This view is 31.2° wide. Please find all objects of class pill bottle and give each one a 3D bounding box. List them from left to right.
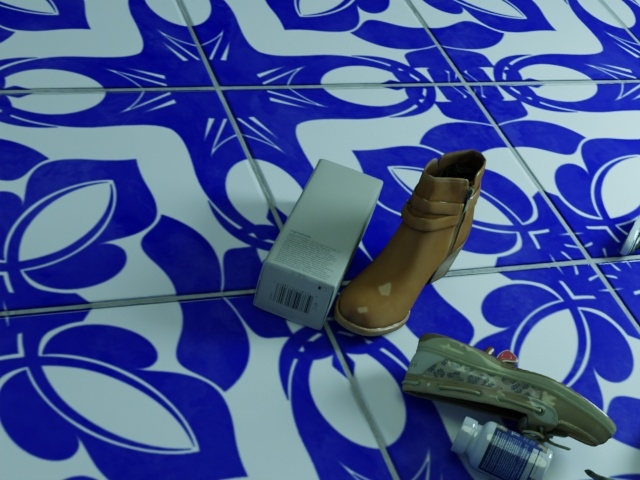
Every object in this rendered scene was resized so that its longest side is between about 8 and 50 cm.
[{"bbox_3d":[0.232,0.274,1.474,0.120,0.067,0.067,25,41,10],"label":"pill bottle"}]

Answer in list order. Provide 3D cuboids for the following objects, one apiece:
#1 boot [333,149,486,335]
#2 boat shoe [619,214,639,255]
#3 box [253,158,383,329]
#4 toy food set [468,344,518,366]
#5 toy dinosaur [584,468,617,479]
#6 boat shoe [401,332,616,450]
[{"bbox_3d":[0.136,0.000,1.638,0.109,0.220,0.283,39,45,25],"label":"boot"},{"bbox_3d":[0.542,-0.012,1.923,0.040,0.049,0.142,30,40,15],"label":"boat shoe"},{"bbox_3d":[0.000,0.000,1.693,0.113,0.094,0.275,21,40,6],"label":"box"},{"bbox_3d":[0.236,0.175,1.626,0.122,0.019,0.078,-6,45,-24],"label":"toy food set"},{"bbox_3d":[0.399,0.367,1.344,0.118,0.064,0.268,16,29,-12],"label":"toy dinosaur"},{"bbox_3d":[0.251,0.219,1.535,0.285,0.104,0.089,22,72,16],"label":"boat shoe"}]
